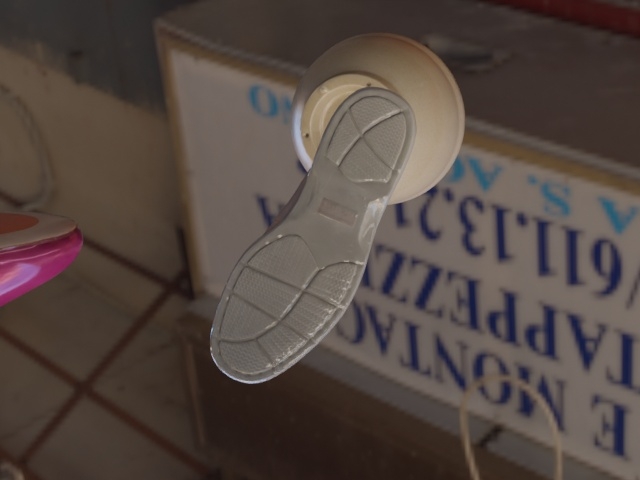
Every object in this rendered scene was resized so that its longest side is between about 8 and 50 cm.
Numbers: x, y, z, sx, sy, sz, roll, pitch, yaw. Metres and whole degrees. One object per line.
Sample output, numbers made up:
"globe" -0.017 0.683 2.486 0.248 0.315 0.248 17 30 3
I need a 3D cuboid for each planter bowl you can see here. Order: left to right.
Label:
"planter bowl" 0.042 -0.105 1.361 0.162 0.162 0.109 3 -169 15

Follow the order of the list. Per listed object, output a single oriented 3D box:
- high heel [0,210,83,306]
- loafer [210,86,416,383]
"high heel" -0.336 0.098 1.100 0.377 0.181 0.127 -15 -163 6
"loafer" 0.000 0.000 0.586 0.045 0.125 0.039 30 178 3
